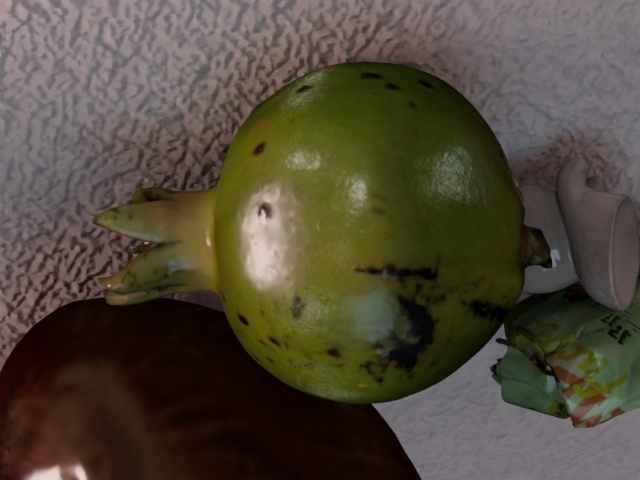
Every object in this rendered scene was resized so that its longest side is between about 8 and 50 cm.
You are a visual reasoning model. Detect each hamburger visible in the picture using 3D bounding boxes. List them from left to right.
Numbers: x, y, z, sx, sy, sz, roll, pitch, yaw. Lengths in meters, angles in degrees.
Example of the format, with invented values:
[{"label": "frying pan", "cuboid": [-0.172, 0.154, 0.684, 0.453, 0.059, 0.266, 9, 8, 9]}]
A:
[{"label": "hamburger", "cuboid": [0.253, 0.085, 1.674, 0.214, 0.235, 0.125, -10, 102, -3]}]

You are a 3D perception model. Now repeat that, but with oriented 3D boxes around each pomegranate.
[{"label": "pomegranate", "cuboid": [0.000, 0.000, 1.421, 0.341, 0.260, 0.260, -8, 142, -3]}]

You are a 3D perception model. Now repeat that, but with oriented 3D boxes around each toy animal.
[{"label": "toy animal", "cuboid": [0.161, -0.004, 1.597, 0.221, 0.130, 0.104, 0, -179, 29]}]

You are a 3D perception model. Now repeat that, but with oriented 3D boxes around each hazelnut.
[{"label": "hazelnut", "cuboid": [-0.109, 0.232, 1.531, 0.353, 0.421, 0.421, -35, 138, 16]}]
